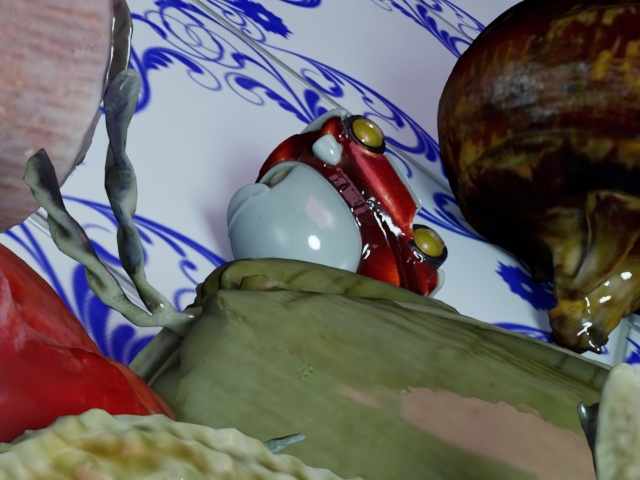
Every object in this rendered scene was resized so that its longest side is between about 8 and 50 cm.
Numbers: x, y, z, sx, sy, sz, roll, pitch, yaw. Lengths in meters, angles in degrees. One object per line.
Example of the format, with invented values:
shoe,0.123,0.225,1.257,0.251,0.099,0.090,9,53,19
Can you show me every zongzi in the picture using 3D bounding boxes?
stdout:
zongzi,0.082,0.151,0.785,0.500,0.218,0.467,27,-4,7

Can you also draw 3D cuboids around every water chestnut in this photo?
water chestnut,0.249,-0.043,1.258,0.350,0.350,0.302,28,65,-21

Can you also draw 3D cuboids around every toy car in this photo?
toy car,0.000,0.000,0.997,0.139,0.112,0.112,51,40,12

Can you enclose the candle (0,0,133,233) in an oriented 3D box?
candle,-0.228,-0.162,0.791,0.287,0.316,0.131,0,-5,44

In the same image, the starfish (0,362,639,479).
starfish,0.068,0.233,0.374,0.324,0.082,0.432,-8,81,-38

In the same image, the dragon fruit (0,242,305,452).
dragon fruit,-0.128,0.072,0.457,0.293,0.233,0.234,-12,50,-40
